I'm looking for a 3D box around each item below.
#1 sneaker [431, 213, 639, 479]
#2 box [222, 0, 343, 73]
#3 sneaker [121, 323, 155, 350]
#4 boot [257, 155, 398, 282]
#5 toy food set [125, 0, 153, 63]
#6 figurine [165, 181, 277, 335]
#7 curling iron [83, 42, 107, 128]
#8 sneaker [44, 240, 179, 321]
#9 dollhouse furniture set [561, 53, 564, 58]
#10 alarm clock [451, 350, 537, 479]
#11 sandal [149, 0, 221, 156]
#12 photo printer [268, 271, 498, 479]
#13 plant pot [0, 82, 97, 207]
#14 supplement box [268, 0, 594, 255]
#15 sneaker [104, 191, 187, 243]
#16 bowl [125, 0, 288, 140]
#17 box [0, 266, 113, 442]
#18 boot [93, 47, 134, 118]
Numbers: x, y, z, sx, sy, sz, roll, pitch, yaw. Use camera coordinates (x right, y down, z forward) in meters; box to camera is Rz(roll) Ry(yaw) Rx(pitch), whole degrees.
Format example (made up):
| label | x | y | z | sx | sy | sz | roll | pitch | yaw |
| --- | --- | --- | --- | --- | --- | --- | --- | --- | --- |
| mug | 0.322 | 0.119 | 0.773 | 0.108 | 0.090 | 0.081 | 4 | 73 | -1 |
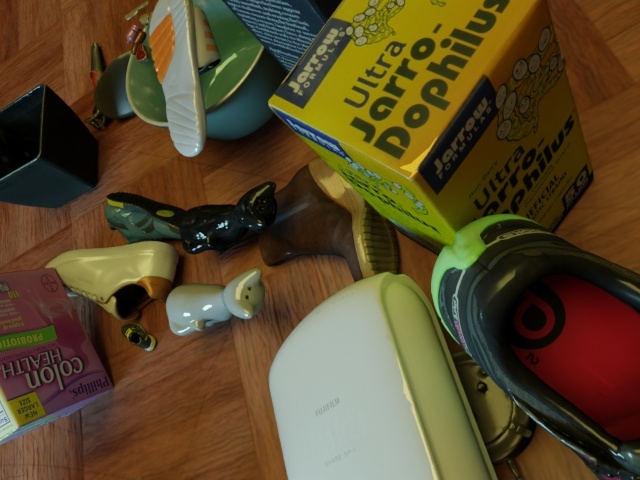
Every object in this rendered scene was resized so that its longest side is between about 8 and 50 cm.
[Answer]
| label | x | y | z | sx | sy | sz | roll | pitch | yaw |
| --- | --- | --- | --- | --- | --- | --- | --- | --- | --- |
| sneaker | 0.294 | 0.163 | 0.492 | 0.483 | 0.202 | 0.185 | 34 | 98 | 4 |
| box | 0.053 | -0.372 | 0.816 | 0.212 | 0.395 | 0.293 | 29 | 85 | 36 |
| sneaker | -0.316 | 0.160 | 1.027 | 0.083 | 0.035 | 0.031 | 18 | 79 | 35 |
| boot | 0.000 | 0.000 | 0.899 | 0.207 | 0.090 | 0.248 | -30 | 59 | 32 |
| toy food set | -0.309 | -0.357 | 1.059 | 0.078 | 0.019 | 0.122 | -24 | 67 | 21 |
| figurine | -0.139 | 0.031 | 0.900 | 0.209 | 0.092 | 0.214 | -19 | 59 | 49 |
| curling iron | -0.510 | -0.358 | 1.361 | 0.068 | 0.035 | 0.274 | -35 | 54 | 29 |
| sneaker | -0.385 | 0.083 | 1.057 | 0.290 | 0.106 | 0.123 | -11 | 62 | 25 |
| dollhouse furniture set | 0.290 | -0.197 | 0.840 | 0.114 | 0.091 | 0.081 | -30 | 97 | 42 |
| alarm clock | 0.167 | 0.189 | 0.716 | 0.192 | 0.064 | 0.129 | 20 | 80 | 38 |
| sandal | -0.196 | -0.255 | 0.920 | 0.102 | 0.076 | 0.265 | -12 | 85 | 42 |
| photo printer | 0.053 | 0.207 | 0.702 | 0.256 | 0.107 | 0.307 | -42 | 51 | 38 |
| plant pot | -0.568 | -0.170 | 1.238 | 0.188 | 0.167 | 0.187 | -23 | 59 | 20 |
| supplement box | 0.146 | -0.106 | 0.670 | 0.195 | 0.356 | 0.194 | 34 | 89 | 37 |
| sneaker | -0.307 | -0.025 | 1.094 | 0.209 | 0.069 | 0.082 | 17 | 112 | 26 |
| bowl | -0.171 | -0.300 | 1.061 | 0.312 | 0.163 | 0.311 | -13 | 63 | 26 |
| box | -0.488 | 0.180 | 0.960 | 0.117 | 0.213 | 0.243 | -31 | 82 | 16 |
| boot | -0.352 | -0.379 | 1.264 | 0.305 | 0.112 | 0.115 | -43 | 25 | 13 |
